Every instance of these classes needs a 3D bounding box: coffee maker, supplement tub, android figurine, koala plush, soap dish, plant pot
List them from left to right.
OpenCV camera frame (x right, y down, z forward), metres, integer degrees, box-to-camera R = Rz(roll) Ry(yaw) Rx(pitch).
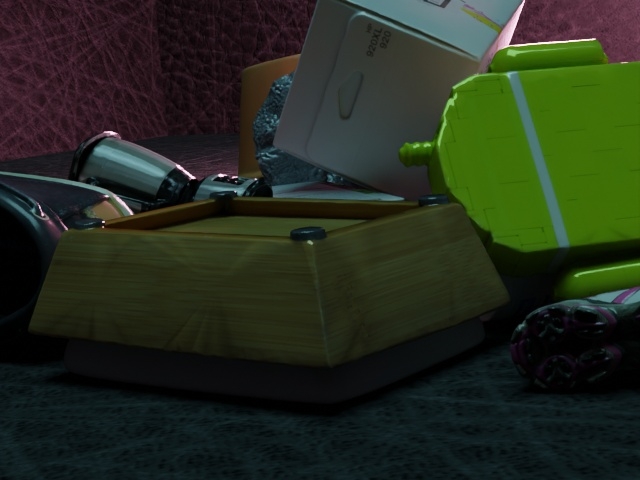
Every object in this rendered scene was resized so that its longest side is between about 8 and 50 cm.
[{"bbox_3d":[-0.145,-0.001,1.302,0.178,0.171,0.120,19,38,15],"label":"coffee maker"},{"bbox_3d":[-0.040,0.033,1.034,0.291,0.118,0.229,3,11,38],"label":"soap dish"},{"bbox_3d":[0.012,-0.150,1.868,0.291,0.203,0.291,-10,4,1],"label":"plant pot"},{"bbox_3d":[0.014,-0.079,1.623,0.196,0.203,0.221,-27,-18,-6],"label":"koala plush"},{"bbox_3d":[0.172,0.025,1.134,0.107,0.071,0.071,-10,9,-26],"label":"supplement tub"},{"bbox_3d":[0.201,-0.057,1.101,0.273,0.248,0.056,-8,-27,-11],"label":"android figurine"}]

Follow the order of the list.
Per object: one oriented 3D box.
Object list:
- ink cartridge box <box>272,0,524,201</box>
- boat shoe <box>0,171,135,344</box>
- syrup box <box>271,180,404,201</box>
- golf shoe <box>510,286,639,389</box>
[{"bbox_3d":[0.083,-0.170,1.386,0.168,0.171,0.232,23,29,8],"label":"ink cartridge box"},{"bbox_3d":[-0.401,0.008,1.208,0.500,0.187,0.156,4,4,18],"label":"boat shoe"},{"bbox_3d":[0.000,0.000,1.327,0.096,0.093,0.237,-7,8,-19],"label":"syrup box"},{"bbox_3d":[0.220,0.056,0.896,0.186,0.067,0.086,-2,7,20],"label":"golf shoe"}]
